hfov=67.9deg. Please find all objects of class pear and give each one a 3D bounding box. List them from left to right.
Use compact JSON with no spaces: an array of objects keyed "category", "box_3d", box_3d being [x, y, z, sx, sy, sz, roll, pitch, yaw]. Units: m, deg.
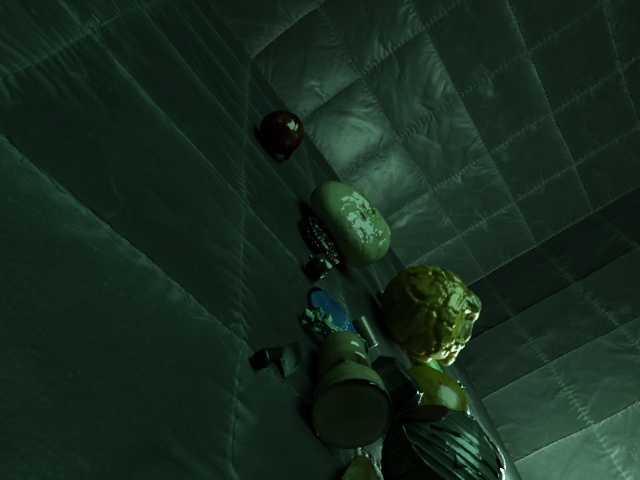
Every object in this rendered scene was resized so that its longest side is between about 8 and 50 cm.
[{"category":"pear","box_3d":[0.270,0.424,1.218,0.209,0.209,0.209,53,13,-17]}]

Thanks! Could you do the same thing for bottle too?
[{"category":"bottle","box_3d":[0.134,0.276,1.425,0.096,0.045,0.045,62,13,15]}]

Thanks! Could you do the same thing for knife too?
[{"category":"knife","box_3d":[-0.063,0.216,0.863,0.230,0.028,0.060,24,46,-74]}]

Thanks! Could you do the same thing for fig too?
[{"category":"fig","box_3d":[-0.139,-0.388,1.827,0.175,0.175,0.207,-100,173,-62]}]

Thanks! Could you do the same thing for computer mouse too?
[{"category":"computer mouse","box_3d":[0.124,0.323,1.004,0.071,0.231,0.126,-31,79,-36]}]

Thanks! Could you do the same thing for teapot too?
[{"category":"teapot","box_3d":[-0.009,0.070,1.334,0.068,0.076,0.121,49,-16,6]}]

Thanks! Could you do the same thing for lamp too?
[{"category":"lamp","box_3d":[0.239,0.443,0.939,0.265,0.233,0.233,35,13,-2]}]

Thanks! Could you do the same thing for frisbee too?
[{"category":"frisbee","box_3d":[0.052,0.221,1.247,0.242,0.045,0.242,54,11,-15]}]

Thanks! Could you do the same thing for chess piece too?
[{"category":"chess piece","box_3d":[0.052,0.264,0.925,0.142,0.143,0.261,54,8,-13]}]

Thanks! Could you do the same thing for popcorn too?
[{"category":"popcorn","box_3d":[0.407,0.265,1.820,0.354,0.344,0.390,7,37,-54]}]

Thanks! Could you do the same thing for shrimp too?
[{"category":"shrimp","box_3d":[0.065,0.431,0.776,0.236,0.053,0.133,36,43,-68]}]

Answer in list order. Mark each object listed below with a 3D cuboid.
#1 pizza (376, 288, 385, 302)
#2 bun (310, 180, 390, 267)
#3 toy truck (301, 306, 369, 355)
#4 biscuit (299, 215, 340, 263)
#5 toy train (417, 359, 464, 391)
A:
[{"category":"pizza","box_3d":[0.329,0.286,2.134,0.292,0.058,0.197,50,13,-30]},{"category":"bun","box_3d":[0.119,-0.069,1.779,0.361,0.213,0.361,56,0,1]},{"category":"toy truck","box_3d":[0.023,0.227,1.086,0.175,0.081,0.067,35,16,-12]},{"category":"biscuit","box_3d":[0.000,0.000,1.581,0.194,0.053,0.194,53,12,-17]},{"category":"toy train","box_3d":[0.491,0.573,1.958,0.253,0.105,0.157,58,25,15]}]
